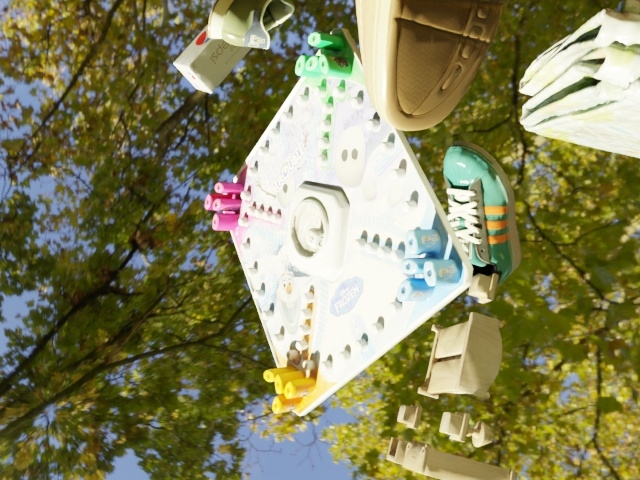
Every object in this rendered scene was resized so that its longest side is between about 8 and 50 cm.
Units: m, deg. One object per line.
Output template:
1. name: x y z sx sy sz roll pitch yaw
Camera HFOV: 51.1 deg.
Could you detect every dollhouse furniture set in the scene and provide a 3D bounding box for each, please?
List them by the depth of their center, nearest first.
1. dollhouse furniture set: 0.284 0.272 1.259 0.174 0.303 0.355 18 -106 -7

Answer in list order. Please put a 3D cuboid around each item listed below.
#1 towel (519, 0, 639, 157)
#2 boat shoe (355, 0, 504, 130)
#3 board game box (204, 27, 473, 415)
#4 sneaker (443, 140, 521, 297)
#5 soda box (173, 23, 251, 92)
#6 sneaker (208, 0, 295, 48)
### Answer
1. towel: 0.377 -0.109 0.568 0.375 0.320 0.090 14 -84 3
2. boat shoe: 0.074 -0.259 0.519 0.122 0.110 0.340 -5 -72 -38
3. board game box: -0.017 -0.014 0.898 0.050 0.390 0.389 -2 -123 -37
4. sneaker: 0.270 -0.025 1.167 0.121 0.108 0.302 -46 -53 -28
5. soda box: -0.178 -0.389 1.289 0.216 0.069 0.074 -51 -50 -9
6. sneaker: -0.071 -0.319 0.879 0.086 0.064 0.192 21 -121 4
